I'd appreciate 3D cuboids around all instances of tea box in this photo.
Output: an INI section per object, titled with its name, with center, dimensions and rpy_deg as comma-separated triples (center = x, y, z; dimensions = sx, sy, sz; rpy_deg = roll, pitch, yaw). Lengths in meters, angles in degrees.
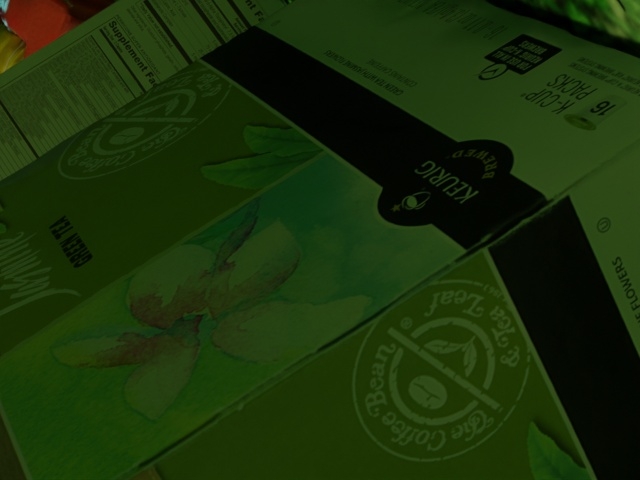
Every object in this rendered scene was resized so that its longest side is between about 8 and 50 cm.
[tea box]
center = 0.000, 0.060, 0.671
dimensions = 0.220, 0.323, 0.329
rpy_deg = 61, 170, -27

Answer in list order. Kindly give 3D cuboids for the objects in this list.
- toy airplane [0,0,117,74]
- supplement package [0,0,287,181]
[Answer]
[toy airplane]
center = -0.311, -0.161, 1.478
dimensions = 0.386, 0.273, 0.384
rpy_deg = 8, 173, 17
[supplement package]
center = -0.116, -0.053, 1.106
dimensions = 0.198, 0.262, 0.199
rpy_deg = 54, 171, 13
